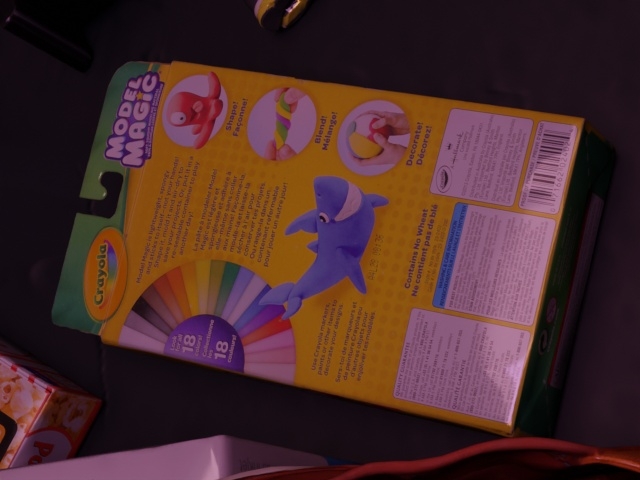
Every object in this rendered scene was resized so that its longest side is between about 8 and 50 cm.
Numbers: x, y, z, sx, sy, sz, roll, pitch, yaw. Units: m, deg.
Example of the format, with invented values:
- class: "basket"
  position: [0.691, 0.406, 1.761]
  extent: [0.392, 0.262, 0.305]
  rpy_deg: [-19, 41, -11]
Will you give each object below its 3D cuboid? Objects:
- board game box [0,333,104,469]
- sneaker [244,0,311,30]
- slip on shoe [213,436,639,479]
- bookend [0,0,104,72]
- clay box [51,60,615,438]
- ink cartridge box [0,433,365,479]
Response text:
- class: "board game box"
  position: [-0.207, 0.121, 0.794]
  extent: [0.146, 0.045, 0.193]
  rpy_deg: [30, 92, 28]
- class: "sneaker"
  position: [-0.008, -0.135, 0.768]
  extent: [0.083, 0.031, 0.035]
  rpy_deg: [-49, 63, 7]
- class: "slip on shoe"
  position: [0.106, 0.112, 0.538]
  extent: [0.331, 0.101, 0.123]
  rpy_deg: [2, 74, -18]
- class: "bookend"
  position: [-0.107, -0.193, 0.806]
  extent: [0.157, 0.072, 0.156]
  rpy_deg: [-39, 66, 12]
- class: "clay box"
  position: [0.000, 0.000, 0.722]
  extent: [0.222, 0.053, 0.127]
  rpy_deg: [11, 83, 28]
- class: "ink cartridge box"
  position: [-0.061, 0.205, 0.636]
  extent: [0.168, 0.171, 0.233]
  rpy_deg: [-11, 74, 22]
